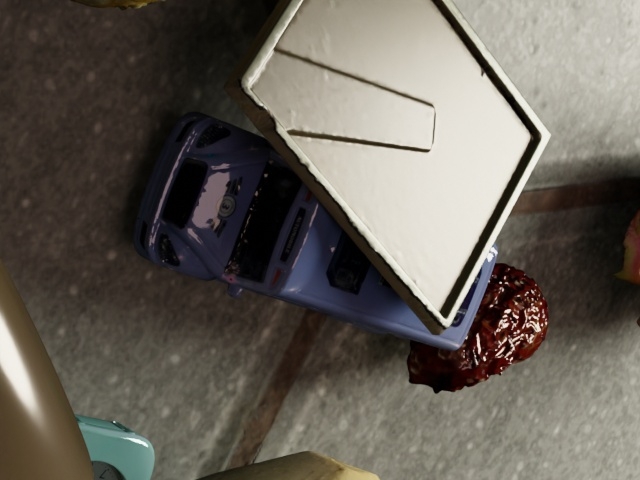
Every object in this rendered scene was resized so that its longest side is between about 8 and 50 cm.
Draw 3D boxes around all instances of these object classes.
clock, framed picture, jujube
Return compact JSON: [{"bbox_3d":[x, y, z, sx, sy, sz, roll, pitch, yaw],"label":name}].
[{"bbox_3d":[-0.197,0.209,1.407,0.108,0.045,0.147,19,93,-41],"label":"clock"},{"bbox_3d":[0.062,-0.097,1.387,0.289,0.020,0.211,49,58,-34],"label":"framed picture"},{"bbox_3d":[0.142,0.077,1.585,0.166,0.104,0.104,-43,132,-55],"label":"jujube"}]

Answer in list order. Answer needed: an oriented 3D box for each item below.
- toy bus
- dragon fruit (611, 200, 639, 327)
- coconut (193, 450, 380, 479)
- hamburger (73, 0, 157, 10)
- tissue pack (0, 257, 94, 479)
[{"bbox_3d":[0.000,0.000,1.438,0.292,0.133,0.125,19,92,-41],"label":"toy bus"},{"bbox_3d":[0.402,0.017,1.720,0.227,0.224,0.224,16,94,-45],"label":"dragon fruit"},{"bbox_3d":[-0.031,0.287,1.447,0.259,0.259,0.259,-14,113,-35],"label":"coconut"},{"bbox_3d":[-0.090,-0.274,1.249,0.288,0.192,0.167,-29,131,-28],"label":"hamburger"},{"bbox_3d":[-0.306,0.089,1.128,0.277,0.267,0.387,-35,123,-21],"label":"tissue pack"}]
